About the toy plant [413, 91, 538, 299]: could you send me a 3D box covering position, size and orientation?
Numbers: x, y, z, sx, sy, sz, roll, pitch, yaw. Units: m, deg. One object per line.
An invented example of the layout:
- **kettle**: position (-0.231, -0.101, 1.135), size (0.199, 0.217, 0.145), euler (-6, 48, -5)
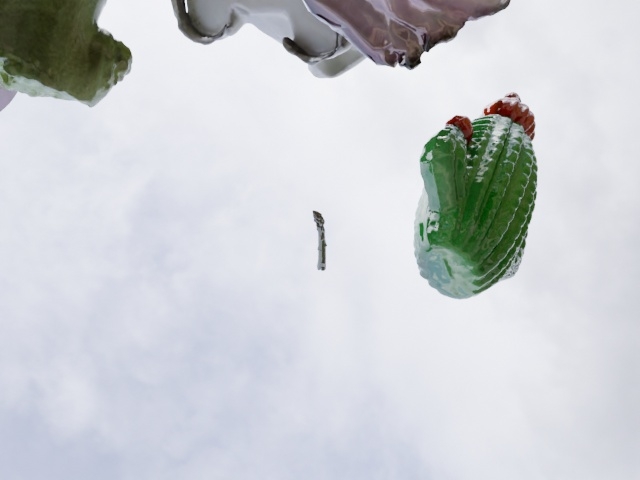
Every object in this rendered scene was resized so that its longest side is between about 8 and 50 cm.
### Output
- **toy plant**: position (0.145, -0.039, 0.718), size (0.240, 0.088, 0.155), euler (-29, -70, -57)

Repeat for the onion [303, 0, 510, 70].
- **onion**: position (0.051, -0.214, 0.250), size (0.247, 0.250, 0.111), euler (54, -138, -14)

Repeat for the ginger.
- **ginger**: position (-0.186, -0.229, 0.538), size (0.089, 0.137, 0.290), euler (-25, -76, -74)

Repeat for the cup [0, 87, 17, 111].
- **cup**: position (-0.398, -0.241, 0.821), size (0.202, 0.288, 0.203), euler (1, -111, -4)

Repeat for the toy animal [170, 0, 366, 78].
- **toy animal**: position (0.040, -0.278, 0.751), size (0.357, 0.193, 0.258), euler (-31, -40, -46)

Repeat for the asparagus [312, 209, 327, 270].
- **asparagus**: position (0.000, 0.000, 1.061), size (0.015, 0.014, 0.114), euler (-26, -38, -20)
